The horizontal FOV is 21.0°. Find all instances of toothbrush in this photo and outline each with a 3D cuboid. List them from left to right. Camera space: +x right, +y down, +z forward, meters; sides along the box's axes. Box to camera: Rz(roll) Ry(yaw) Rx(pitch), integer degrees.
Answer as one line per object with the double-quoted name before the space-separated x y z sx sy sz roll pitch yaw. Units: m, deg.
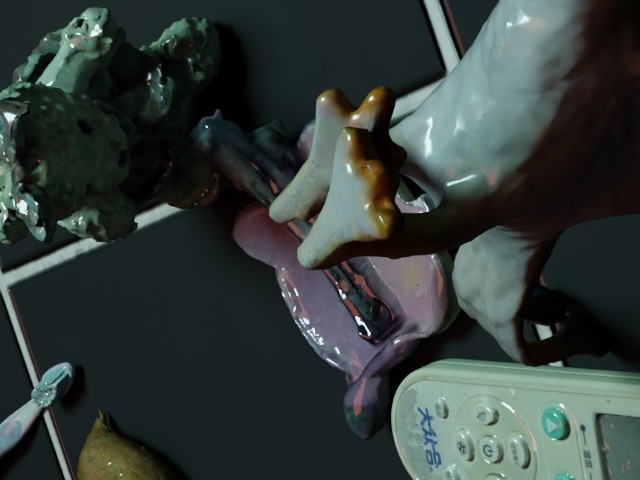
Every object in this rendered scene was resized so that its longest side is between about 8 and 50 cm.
"toothbrush" -0.238 0.152 1.286 0.021 0.027 0.269 51 139 5

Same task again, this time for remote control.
"remote control" 0.121 0.099 0.843 0.221 0.042 0.078 0 103 48

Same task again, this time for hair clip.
"hair clip" 0.005 -0.003 0.938 0.187 0.056 0.146 48 134 14

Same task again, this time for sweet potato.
"sweet potato" -0.100 0.193 1.113 0.226 0.068 0.068 43 132 29

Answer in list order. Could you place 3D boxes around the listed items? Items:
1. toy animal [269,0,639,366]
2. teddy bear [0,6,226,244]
"toy animal" 0.076 -0.034 0.659 0.225 0.302 0.284 46 129 23
"teddy bear" -0.138 -0.061 0.942 0.111 0.213 0.133 7 106 25
